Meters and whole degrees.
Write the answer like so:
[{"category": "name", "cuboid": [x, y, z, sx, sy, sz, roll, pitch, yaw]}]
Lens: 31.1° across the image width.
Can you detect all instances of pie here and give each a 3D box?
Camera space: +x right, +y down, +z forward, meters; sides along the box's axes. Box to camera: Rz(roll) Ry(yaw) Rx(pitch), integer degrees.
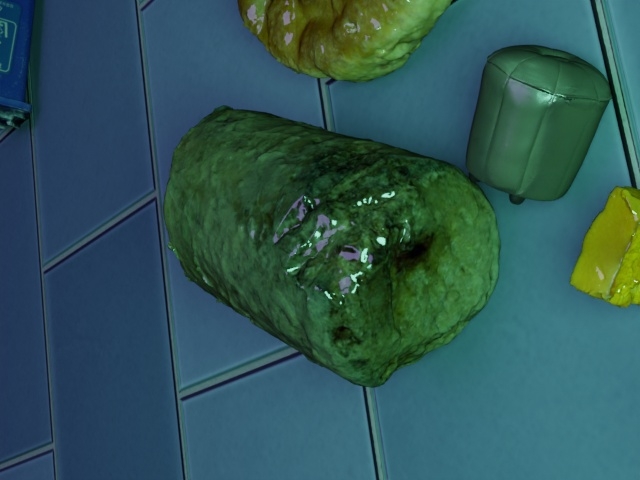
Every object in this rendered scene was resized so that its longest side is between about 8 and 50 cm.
[{"category": "pie", "cuboid": [0.030, -0.305, 1.069, 0.339, 0.083, 0.339, -11, 76, 49]}]

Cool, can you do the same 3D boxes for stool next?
[{"category": "stool", "cuboid": [0.160, -0.087, 0.865, 0.096, 0.096, 0.110, 42, 124, 46]}]

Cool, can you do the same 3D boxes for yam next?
[{"category": "yam", "cuboid": [0.000, 0.000, 0.984, 0.300, 0.195, 0.195, 24, 105, 53]}]

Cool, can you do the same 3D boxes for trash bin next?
[{"category": "trash bin", "cuboid": [-0.512, -0.288, 1.708, 0.184, 0.162, 0.234, 7, 86, 52]}]

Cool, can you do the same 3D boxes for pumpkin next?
[{"category": "pumpkin", "cuboid": [0.218, 0.002, 0.793, 0.054, 0.074, 0.083, 49, 123, 50]}]
